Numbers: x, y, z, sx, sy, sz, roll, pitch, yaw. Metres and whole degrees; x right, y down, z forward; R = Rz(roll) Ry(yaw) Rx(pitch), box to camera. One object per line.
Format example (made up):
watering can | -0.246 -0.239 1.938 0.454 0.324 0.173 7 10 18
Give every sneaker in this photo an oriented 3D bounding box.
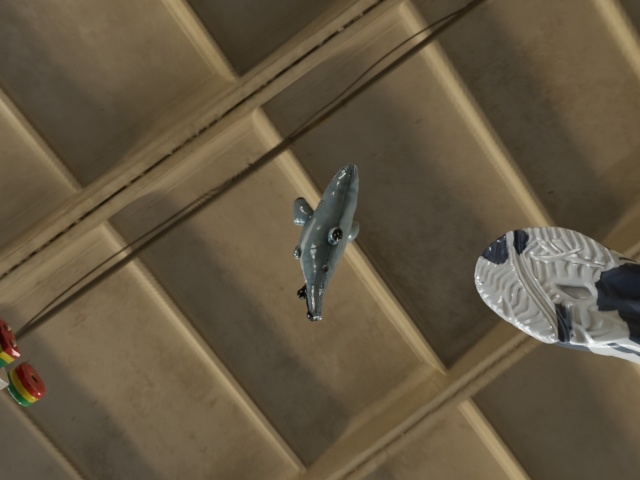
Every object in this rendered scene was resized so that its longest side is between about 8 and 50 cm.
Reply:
sneaker | 0.252 0.061 0.662 0.153 0.235 0.094 36 -116 -51

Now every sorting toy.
sorting toy | -0.380 0.070 0.869 0.046 0.132 0.274 -34 -36 -3

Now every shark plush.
shark plush | 0.000 0.000 0.782 0.073 0.067 0.161 34 -128 -9
